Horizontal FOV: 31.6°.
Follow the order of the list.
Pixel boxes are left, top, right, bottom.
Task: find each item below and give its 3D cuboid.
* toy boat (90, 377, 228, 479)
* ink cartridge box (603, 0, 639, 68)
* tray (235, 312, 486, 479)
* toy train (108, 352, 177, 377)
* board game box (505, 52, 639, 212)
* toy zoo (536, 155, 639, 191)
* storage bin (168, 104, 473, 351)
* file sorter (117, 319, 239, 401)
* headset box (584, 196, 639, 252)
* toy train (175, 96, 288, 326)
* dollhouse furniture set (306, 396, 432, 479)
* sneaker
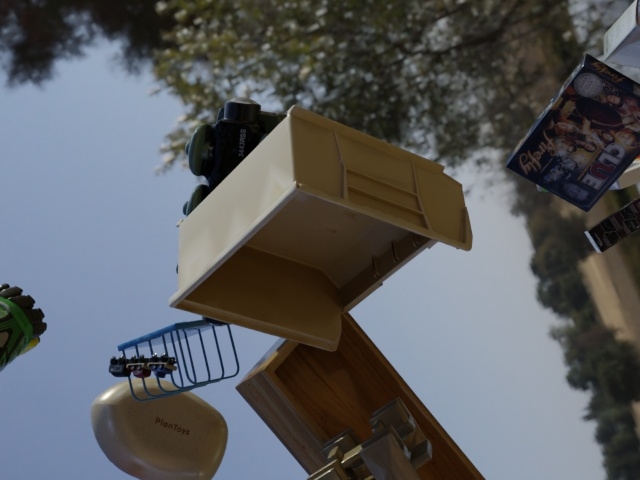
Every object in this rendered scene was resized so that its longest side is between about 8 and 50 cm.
[{"bbox_3d":[-0.331,0.414,2.095,0.267,0.148,0.318,29,-117,-11],"label":"toy boat"},{"bbox_3d":[0.606,-0.319,1.718,0.239,0.275,0.060,122,156,-70],"label":"ink cartridge box"},{"bbox_3d":[0.079,0.293,1.576,0.411,0.076,0.203,50,-139,-5],"label":"tray"},{"bbox_3d":[-0.279,0.197,1.761,0.027,0.158,0.036,28,-116,-41],"label":"toy train"},{"bbox_3d":[0.435,-0.170,1.843,0.165,0.243,0.042,28,-135,-3],"label":"board game box"},{"bbox_3d":[0.587,-0.142,2.224,0.293,0.192,0.030,2,112,62],"label":"toy zoo"},{"bbox_3d":[0.000,0.000,1.327,0.260,0.262,0.123,19,-132,-31],"label":"storage bin"},{"bbox_3d":[-0.234,0.198,1.876,0.118,0.170,0.104,-5,-102,-45],"label":"file sorter"},{"bbox_3d":[0.354,-0.020,1.324,0.032,0.083,0.062,58,-173,5],"label":"headset box"},{"bbox_3d":[-0.116,-0.045,1.658,0.190,0.142,0.334,-31,-51,-73],"label":"toy train"},{"bbox_3d":[0.042,0.332,1.358,0.161,0.242,0.212,57,-173,1],"label":"dollhouse furniture set"},{"bbox_3d":[-0.551,0.166,1.571,0.134,0.343,0.146,59,-152,-11],"label":"sneaker"}]
